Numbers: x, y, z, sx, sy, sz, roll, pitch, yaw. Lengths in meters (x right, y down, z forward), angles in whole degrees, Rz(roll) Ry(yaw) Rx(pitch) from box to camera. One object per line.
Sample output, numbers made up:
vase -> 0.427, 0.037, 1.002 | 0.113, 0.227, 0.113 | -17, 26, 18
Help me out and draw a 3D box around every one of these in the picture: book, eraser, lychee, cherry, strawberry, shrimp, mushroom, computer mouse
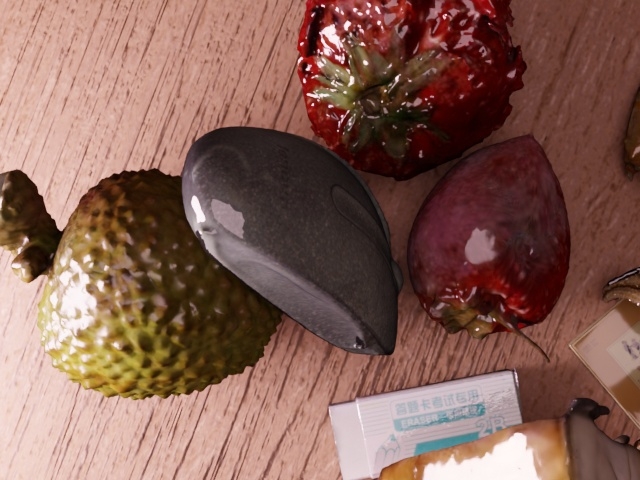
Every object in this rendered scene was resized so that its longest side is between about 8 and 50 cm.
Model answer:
book -> 0.399, 0.154, 1.506 | 0.118, 0.012, 0.172 | -40, 88, -2
eraser -> 0.128, 0.218, 1.482 | 0.225, 0.052, 0.095 | -11, 88, -1
lychee -> -0.197, 0.046, 1.379 | 0.320, 0.270, 0.270 | -6, 87, -23
cherry -> 0.201, -0.007, 1.434 | 0.192, 0.175, 0.249 | 19, 86, -8
strawberry -> 0.106, -0.218, 1.428 | 0.274, 0.220, 0.274 | 8, 123, 13
shrimp -> 0.434, -0.137, 1.501 | 0.132, 0.051, 0.187 | 30, 85, 2
mushroom -> 0.215, 0.401, 1.305 | 0.314, 0.224, 0.397 | -22, 65, 32
computer mouse -> 0.003, 0.000, 1.359 | 0.114, 0.374, 0.203 | -28, 51, 26

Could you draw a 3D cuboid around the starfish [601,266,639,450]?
starfish -> 0.458, 0.139, 1.450 | 0.303, 0.113, 0.312 | 43, 73, -2
